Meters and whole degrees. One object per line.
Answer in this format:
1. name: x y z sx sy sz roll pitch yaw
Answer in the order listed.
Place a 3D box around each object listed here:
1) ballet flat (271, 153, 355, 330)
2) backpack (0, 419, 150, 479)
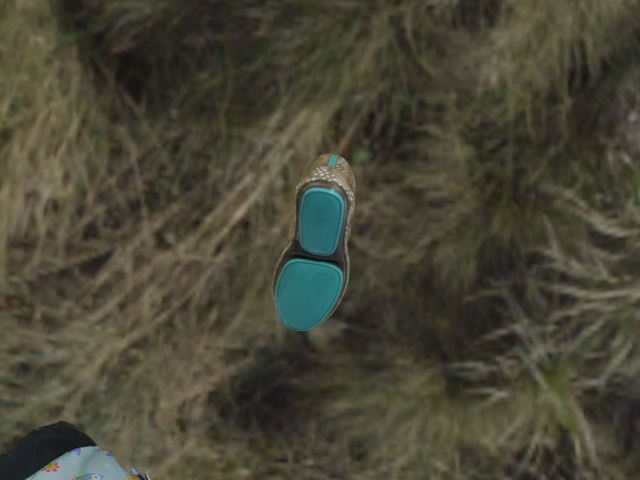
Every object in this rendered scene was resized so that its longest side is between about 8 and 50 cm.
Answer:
1. ballet flat: 0.000 0.000 1.340 0.073 0.067 0.206 16 136 0
2. backpack: -0.135 0.198 0.808 0.182 0.152 0.115 41 139 18
